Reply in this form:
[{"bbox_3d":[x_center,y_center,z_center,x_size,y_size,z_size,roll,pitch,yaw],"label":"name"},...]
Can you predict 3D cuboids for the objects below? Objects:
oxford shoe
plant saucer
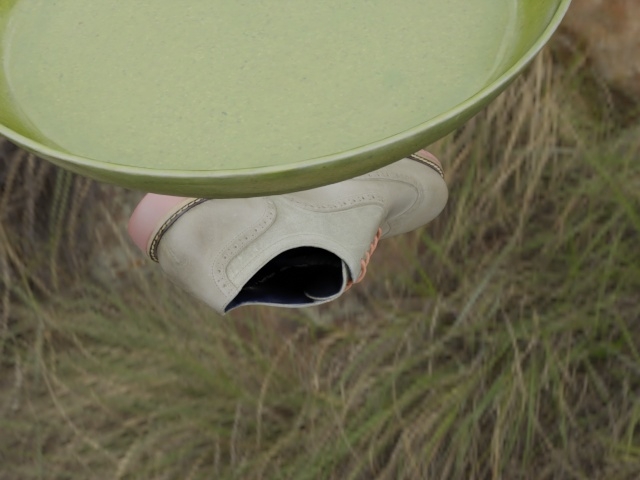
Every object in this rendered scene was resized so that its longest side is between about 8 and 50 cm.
[{"bbox_3d":[0.000,0.000,1.511,0.397,0.140,0.146,-13,56,-43],"label":"oxford shoe"},{"bbox_3d":[-0.024,-0.091,0.585,0.241,0.037,0.241,-5,43,4],"label":"plant saucer"}]
